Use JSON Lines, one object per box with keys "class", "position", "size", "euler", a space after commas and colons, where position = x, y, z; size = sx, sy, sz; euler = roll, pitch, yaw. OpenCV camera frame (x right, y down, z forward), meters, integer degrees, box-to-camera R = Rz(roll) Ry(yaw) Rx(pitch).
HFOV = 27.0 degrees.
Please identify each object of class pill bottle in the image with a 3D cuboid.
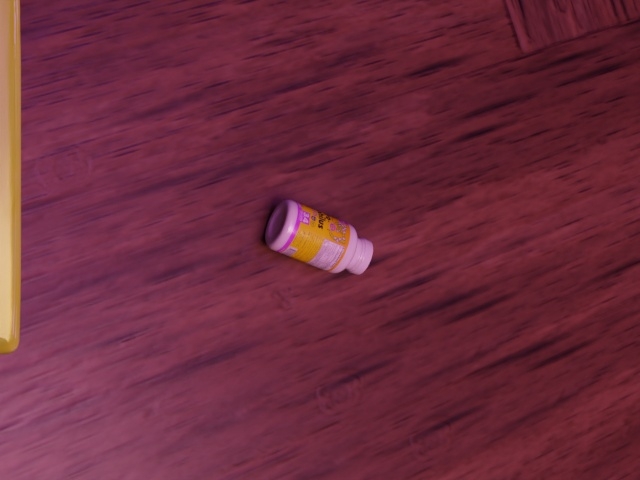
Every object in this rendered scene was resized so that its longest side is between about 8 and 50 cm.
{"class": "pill bottle", "position": [0.000, 0.000, 1.081], "size": [0.083, 0.043, 0.043], "euler": [22, 74, -24]}

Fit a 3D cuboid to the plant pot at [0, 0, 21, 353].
{"class": "plant pot", "position": [-0.304, -0.048, 0.823], "size": [0.207, 0.228, 0.227], "euler": [0, 92, -23]}
